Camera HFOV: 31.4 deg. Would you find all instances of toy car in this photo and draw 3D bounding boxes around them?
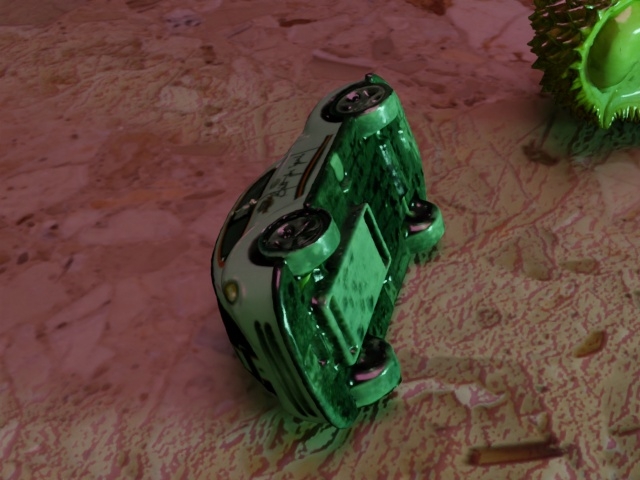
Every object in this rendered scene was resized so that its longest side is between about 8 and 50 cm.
[{"bbox_3d":[0.000,0.000,0.832,0.125,0.136,0.306,-11,33,23],"label":"toy car"}]

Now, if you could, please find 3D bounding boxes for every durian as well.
[{"bbox_3d":[0.299,-0.201,1.013,0.237,0.200,0.176,-11,47,-5],"label":"durian"}]
